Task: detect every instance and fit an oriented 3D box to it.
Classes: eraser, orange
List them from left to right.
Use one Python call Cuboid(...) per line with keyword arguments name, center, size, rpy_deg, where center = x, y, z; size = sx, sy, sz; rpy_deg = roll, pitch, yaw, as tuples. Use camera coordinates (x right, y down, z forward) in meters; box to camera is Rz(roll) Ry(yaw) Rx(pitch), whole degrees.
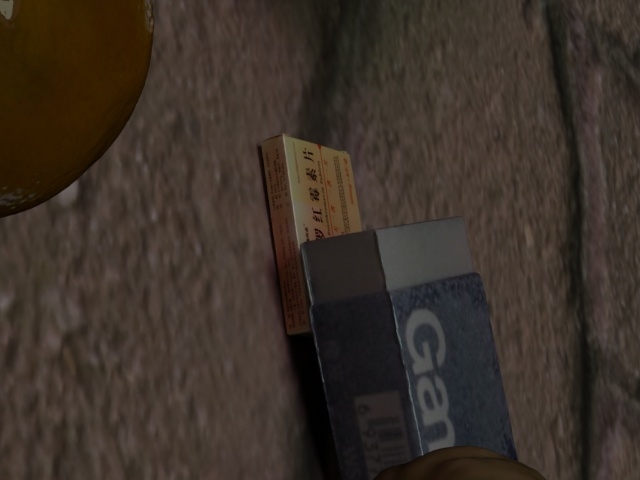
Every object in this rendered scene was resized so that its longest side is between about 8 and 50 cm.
Cuboid(name="orange", center=(-0.123, -0.083, 0.654), size=(0.156, 0.124, 0.156), rpy_deg=(29, 51, -44))
Cuboid(name="eraser", center=(0.049, 0.098, 0.890), size=(0.092, 0.046, 0.212), rpy_deg=(-11, 89, -58))

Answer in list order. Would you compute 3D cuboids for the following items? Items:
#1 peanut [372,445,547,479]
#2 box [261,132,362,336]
Cuboid(name="peanut", center=(0.058, 0.226, 0.776), size=(0.143, 0.159, 0.291), rpy_deg=(-114, -175, -69))
Cuboid(name="box", center=(0.000, 0.000, 0.909), size=(0.058, 0.015, 0.093), rpy_deg=(11, 67, -55))
